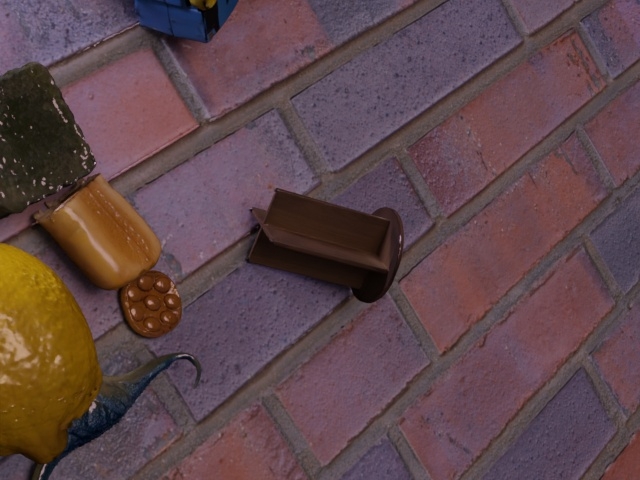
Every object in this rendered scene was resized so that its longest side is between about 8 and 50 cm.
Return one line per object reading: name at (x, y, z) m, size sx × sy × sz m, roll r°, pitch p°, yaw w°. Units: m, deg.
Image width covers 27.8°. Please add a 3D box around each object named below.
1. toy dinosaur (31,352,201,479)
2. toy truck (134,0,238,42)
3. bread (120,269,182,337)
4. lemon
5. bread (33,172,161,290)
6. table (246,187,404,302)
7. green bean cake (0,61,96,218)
toy dinosaur at (-0.325, 0.228, 1.824) m, size 0.363 × 0.076 × 0.147 m, roll -39°, pitch 109°, yaw -37°
toy truck at (-0.220, -0.499, 1.994) m, size 0.385 × 0.161 × 0.162 m, roll 88°, pitch 25°, yaw -45°
bread at (-0.256, 0.095, 1.961) m, size 0.110 × 0.024 × 0.110 m, roll 14°, pitch 67°, yaw -36°
lemon at (-0.416, 0.142, 1.655) m, size 0.245 × 0.245 × 0.320 m, roll -25°, pitch 77°, yaw -43°
bread at (-0.325, -0.007, 1.899) m, size 0.173 × 0.085 × 0.134 m, roll 52°, pitch 40°, yaw -9°
table at (0.000, 0.000, 2.141) m, size 0.226 × 0.167 × 0.167 m, roll 15°, pitch 65°, yaw -26°
green bean cake at (-0.436, -0.139, 1.847) m, size 0.183 × 0.094 × 0.185 m, roll -35°, pitch 97°, yaw -43°
